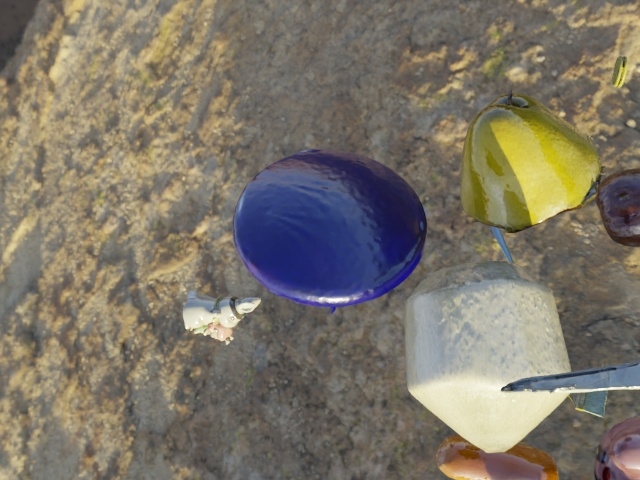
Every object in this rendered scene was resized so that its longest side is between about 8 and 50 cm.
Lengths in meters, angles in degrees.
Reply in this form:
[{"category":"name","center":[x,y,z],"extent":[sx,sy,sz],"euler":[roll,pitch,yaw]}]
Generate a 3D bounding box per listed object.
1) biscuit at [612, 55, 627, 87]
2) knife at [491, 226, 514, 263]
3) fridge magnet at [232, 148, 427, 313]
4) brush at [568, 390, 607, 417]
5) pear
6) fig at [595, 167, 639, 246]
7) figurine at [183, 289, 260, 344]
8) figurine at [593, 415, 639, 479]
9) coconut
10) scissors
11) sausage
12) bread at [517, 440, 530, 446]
[{"category":"biscuit","center":[0.820,-0.462,1.553],"extent":[0.023,0.084,0.083],"euler":[8,85,14]},{"category":"knife","center":[0.455,0.077,1.310],"extent":[0.019,0.044,0.312],"euler":[-27,46,18]},{"category":"fridge magnet","center":[0.013,-0.021,0.778],"extent":[0.112,0.266,0.265],"euler":[91,159,-53]},{"category":"brush","center":[0.510,0.311,1.227],"extent":[0.205,0.011,0.083],"euler":[16,56,19]},{"category":"pear","center":[0.319,-0.155,0.954],"extent":[0.267,0.178,0.266],"euler":[-29,32,21]},{"category":"fig","center":[0.723,-0.094,1.179],"extent":[0.274,0.145,0.170],"euler":[-23,48,20]},{"category":"figurine","center":[-0.189,0.149,1.120],"extent":[0.146,0.081,0.098],"euler":[4,125,11]},{"category":"figurine","center":[0.628,0.430,1.018],"extent":[0.262,0.211,0.269],"euler":[4,91,10]},{"category":"coconut","center":[0.240,0.172,0.835],"extent":[0.237,0.238,0.265],"euler":[-25,62,41]},{"category":"scissors","center":[0.296,0.100,0.451],"extent":[0.300,0.022,0.109],"euler":[-12,40,20]},{"category":"sausage","center":[0.348,0.440,1.118],"extent":[0.239,0.098,0.098],"euler":[7,84,9]},{"category":"bread","center":[0.549,0.697,1.643],"extent":[0.167,0.294,0.132],"euler":[-33,44,-18]}]
